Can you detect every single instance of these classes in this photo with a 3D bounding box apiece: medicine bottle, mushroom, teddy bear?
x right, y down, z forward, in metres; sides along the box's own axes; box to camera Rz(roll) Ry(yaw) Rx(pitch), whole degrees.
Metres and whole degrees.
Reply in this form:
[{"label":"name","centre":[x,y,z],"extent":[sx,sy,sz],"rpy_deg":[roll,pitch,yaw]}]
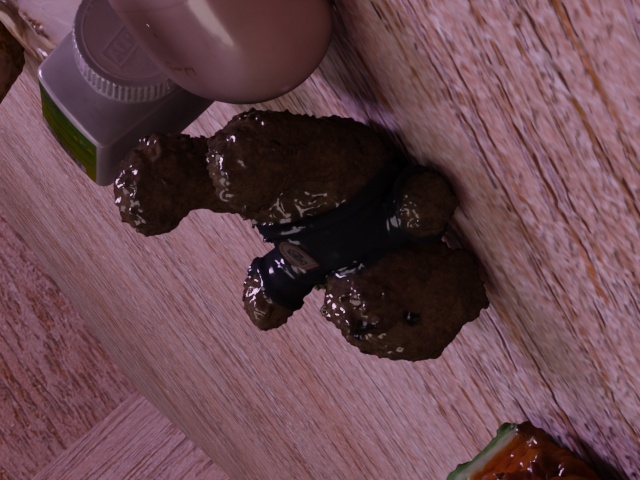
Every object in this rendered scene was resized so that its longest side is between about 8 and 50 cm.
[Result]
[{"label":"medicine bottle","centre":[-0.140,-0.126,1.194],"extent":[0.088,0.132,0.188],"rpy_deg":[50,166,4]},{"label":"mushroom","centre":[-0.231,-0.186,1.461],"extent":[0.210,0.072,0.094],"rpy_deg":[41,163,46]},{"label":"teddy bear","centre":[0.005,-0.018,1.039],"extent":[0.182,0.129,0.251],"rpy_deg":[-16,134,46]}]

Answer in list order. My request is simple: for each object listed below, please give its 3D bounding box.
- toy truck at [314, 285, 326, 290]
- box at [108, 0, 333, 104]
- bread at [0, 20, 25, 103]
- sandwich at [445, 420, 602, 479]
[{"label":"toy truck","centre":[0.013,-0.003,1.153],"extent":[0.111,0.077,0.076],"rpy_deg":[54,166,-15]},{"label":"box","centre":[-0.068,-0.152,0.978],"extent":[0.146,0.088,0.200],"rpy_deg":[53,166,-20]},{"label":"bread","centre":[-0.432,-0.252,1.835],"extent":[0.230,0.123,0.230],"rpy_deg":[41,167,12]},{"label":"sandwich","centre":[0.189,0.247,1.086],"extent":[0.250,0.162,0.301],"rpy_deg":[44,169,6]}]
